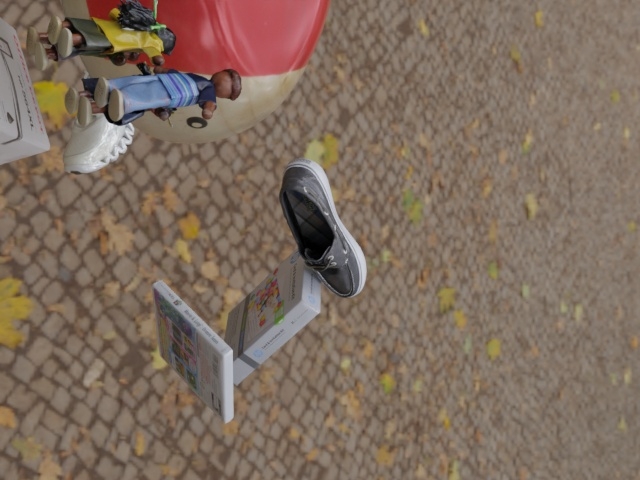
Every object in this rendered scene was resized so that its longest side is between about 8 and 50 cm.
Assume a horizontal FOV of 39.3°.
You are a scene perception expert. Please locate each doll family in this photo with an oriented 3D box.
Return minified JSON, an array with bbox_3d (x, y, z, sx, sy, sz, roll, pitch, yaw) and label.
[{"bbox_3d":[-0.142,-0.135,0.701,0.111,0.193,0.076,-9,140,-39],"label":"doll family"}]

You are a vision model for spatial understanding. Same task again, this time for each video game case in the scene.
[{"bbox_3d":[-0.161,0.143,1.141,0.019,0.143,0.157,-33,149,-29],"label":"video game case"}]

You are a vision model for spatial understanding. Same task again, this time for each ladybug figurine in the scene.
[{"bbox_3d":[-0.094,-0.303,0.855,0.305,0.162,0.449,-19,120,-40],"label":"ladybug figurine"}]

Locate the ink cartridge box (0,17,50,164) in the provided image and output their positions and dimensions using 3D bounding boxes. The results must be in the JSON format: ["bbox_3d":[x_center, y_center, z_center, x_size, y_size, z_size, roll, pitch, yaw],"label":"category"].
[{"bbox_3d":[-0.356,-0.160,0.901,0.203,0.086,0.148,179,-105,-89],"label":"ink cartridge box"}]

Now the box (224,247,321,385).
[{"bbox_3d":[-0.072,0.106,1.315,0.038,0.186,0.145,38,27,-22],"label":"box"}]

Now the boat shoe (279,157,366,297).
[{"bbox_3d":[0.000,0.000,1.214,0.076,0.080,0.228,-65,145,-48],"label":"boat shoe"}]

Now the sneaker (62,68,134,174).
[{"bbox_3d":[-0.350,-0.228,1.455,0.118,0.110,0.292,62,36,-42],"label":"sneaker"}]
